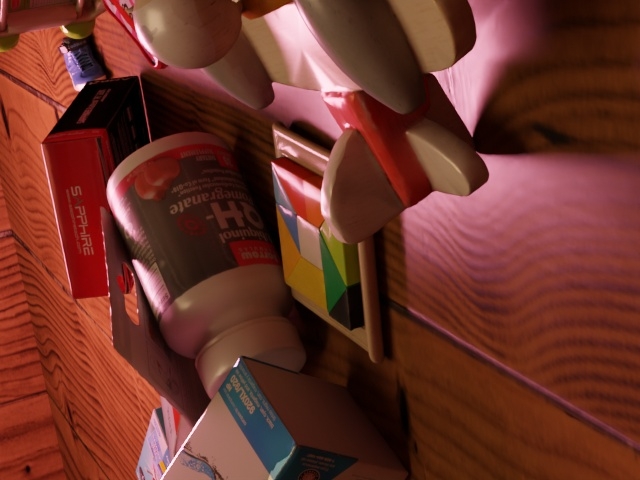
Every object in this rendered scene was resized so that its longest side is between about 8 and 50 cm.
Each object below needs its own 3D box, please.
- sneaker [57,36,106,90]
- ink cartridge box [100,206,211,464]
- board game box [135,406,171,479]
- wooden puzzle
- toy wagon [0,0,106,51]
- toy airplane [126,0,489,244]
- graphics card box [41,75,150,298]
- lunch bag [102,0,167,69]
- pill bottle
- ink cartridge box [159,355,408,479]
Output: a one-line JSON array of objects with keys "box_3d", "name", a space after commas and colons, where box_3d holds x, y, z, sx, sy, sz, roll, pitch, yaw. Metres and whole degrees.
[{"box_3d": [-0.409, -0.310, 2.345, 0.152, 0.058, 0.085, -133, 25, -63], "name": "sneaker"}, {"box_3d": [-0.197, 0.182, 1.779, 0.385, 0.091, 0.308, 53, -169, -35], "name": "ink cartridge box"}, {"box_3d": [-0.235, 0.457, 2.407, 0.336, 0.079, 0.254, 114, 136, -59], "name": "board game box"}, {"box_3d": [0.000, 0.000, 1.526, 0.238, 0.044, 0.221, -142, 41, -58], "name": "wooden puzzle"}, {"box_3d": [-0.435, -0.365, 1.963, 0.267, 0.344, 0.068, 124, 129, -64], "name": "toy wagon"}, {"box_3d": [-0.017, -0.177, 1.121, 0.384, 0.272, 0.386, 61, 155, 30], "name": "toy airplane"}, {"box_3d": [-0.311, -0.089, 2.007, 0.371, 0.094, 0.233, -86, -12, -69], "name": "graphics card box"}, {"box_3d": [-0.213, -0.349, 1.744, 0.293, 0.120, 0.258, -130, 27, -51], "name": "lunch bag"}, {"box_3d": [-0.137, 0.036, 1.716, 0.176, 0.176, 0.319, 108, 141, -56], "name": "pill bottle"}, {"box_3d": [-0.056, 0.285, 1.552, 0.233, 0.171, 0.168, -57, 40, 15], "name": "ink cartridge box"}]
